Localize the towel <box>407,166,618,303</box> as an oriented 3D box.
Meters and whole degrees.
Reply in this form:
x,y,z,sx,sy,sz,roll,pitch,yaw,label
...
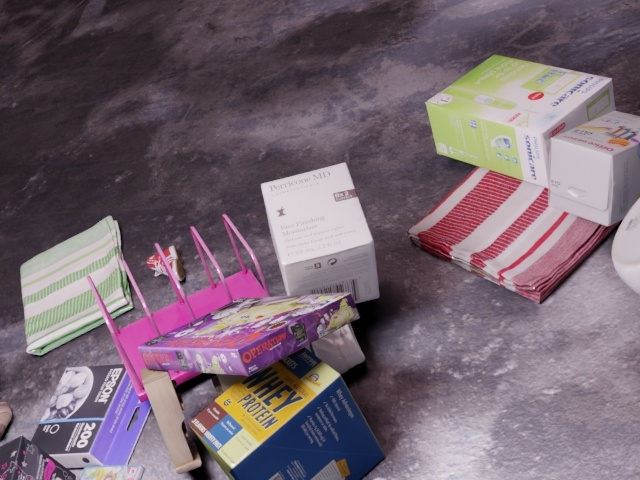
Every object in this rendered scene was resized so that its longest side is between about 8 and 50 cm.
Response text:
x,y,z,sx,sy,sz,roll,pitch,yaw,label
0.333,-0.031,1.861,0.237,0.037,0.329,-42,39,-19,towel

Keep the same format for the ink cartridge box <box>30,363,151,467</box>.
x,y,z,sx,sy,sz,roll,pitch,yaw,label
-0.406,0.314,1.914,0.208,0.045,0.206,-7,42,24,ink cartridge box

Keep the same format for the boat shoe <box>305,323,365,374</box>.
x,y,z,sx,sy,sz,roll,pitch,yaw,label
0.024,0.074,1.850,0.156,0.136,0.367,-20,41,11,boat shoe

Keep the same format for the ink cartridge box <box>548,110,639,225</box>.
x,y,z,sx,sy,sz,roll,pitch,yaw,label
0.480,-0.122,1.754,0.176,0.127,0.128,-24,32,-33,ink cartridge box

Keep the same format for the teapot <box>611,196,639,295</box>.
x,y,z,sx,sy,sz,roll,pitch,yaw,label
0.566,0.017,1.552,0.256,0.187,0.252,-46,13,19,teapot

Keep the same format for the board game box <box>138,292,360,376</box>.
x,y,z,sx,sy,sz,roll,pitch,yaw,label
-0.119,0.142,1.630,0.208,0.056,0.347,-30,12,-31,board game box

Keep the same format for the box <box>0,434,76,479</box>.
x,y,z,sx,sy,sz,roll,pitch,yaw,label
-0.509,0.471,1.703,0.163,0.142,0.247,-28,35,18,box

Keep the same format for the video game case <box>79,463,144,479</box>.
x,y,z,sx,sy,sz,roll,pitch,yaw,label
-0.370,0.446,1.762,0.119,0.015,0.166,-8,42,24,video game case

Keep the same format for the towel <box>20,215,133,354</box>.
x,y,z,sx,sy,sz,roll,pitch,yaw,label
-0.523,0.092,2.249,0.248,0.038,0.325,-28,37,2,towel

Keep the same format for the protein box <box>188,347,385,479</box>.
x,y,z,sx,sy,sz,roll,pitch,yaw,label
-0.046,0.296,1.581,0.201,0.200,0.136,-40,38,-16,protein box

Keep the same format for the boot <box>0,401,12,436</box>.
x,y,z,sx,sy,sz,roll,pitch,yaw,label
-0.638,0.356,2.018,0.118,0.042,0.087,-24,31,4,boot

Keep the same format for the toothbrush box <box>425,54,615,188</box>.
x,y,z,sx,sy,sz,roll,pitch,yaw,label
0.371,-0.228,1.974,0.206,0.122,0.283,-36,38,-25,toothbrush box

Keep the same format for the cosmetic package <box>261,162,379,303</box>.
x,y,z,sx,sy,sz,roll,pitch,yaw,label
0.000,0.000,1.746,0.151,0.151,0.184,-15,50,-4,cosmetic package

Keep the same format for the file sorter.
x,y,z,sx,sy,sz,roll,pitch,yaw,label
-0.246,0.106,1.908,0.290,0.182,0.202,-26,36,-10,file sorter

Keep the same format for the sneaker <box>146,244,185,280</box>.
x,y,z,sx,sy,sz,roll,pitch,yaw,label
-0.315,0.057,2.154,0.067,0.042,0.118,-24,30,-1,sneaker

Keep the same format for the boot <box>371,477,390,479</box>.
x,y,z,sx,sy,sz,roll,pitch,yaw,label
0.056,0.446,1.450,0.123,0.095,0.258,-25,29,14,boot

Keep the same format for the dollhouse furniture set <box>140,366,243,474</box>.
x,y,z,sx,sy,sz,roll,pitch,yaw,label
-0.151,0.251,1.737,0.242,0.161,0.212,-20,8,-9,dollhouse furniture set
